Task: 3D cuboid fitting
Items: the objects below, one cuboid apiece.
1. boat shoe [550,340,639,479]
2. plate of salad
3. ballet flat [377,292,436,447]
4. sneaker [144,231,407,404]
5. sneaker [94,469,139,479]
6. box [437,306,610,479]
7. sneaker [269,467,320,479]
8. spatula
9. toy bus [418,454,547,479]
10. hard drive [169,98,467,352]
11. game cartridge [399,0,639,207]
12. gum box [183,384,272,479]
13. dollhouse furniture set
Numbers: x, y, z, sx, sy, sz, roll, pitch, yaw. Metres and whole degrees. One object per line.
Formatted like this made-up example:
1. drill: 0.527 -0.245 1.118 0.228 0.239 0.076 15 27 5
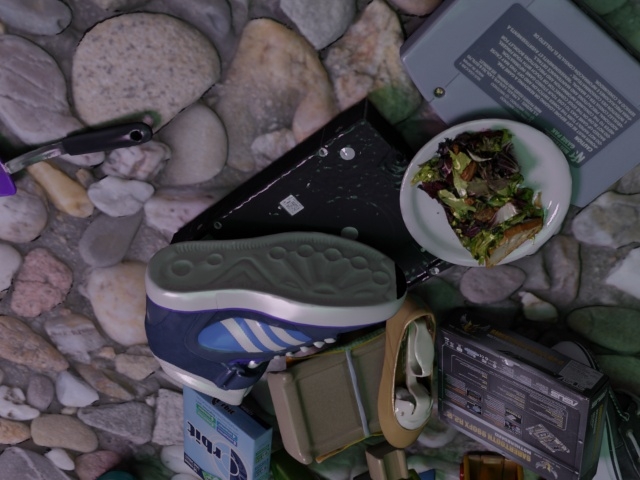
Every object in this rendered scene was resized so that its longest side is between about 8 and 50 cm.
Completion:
1. boat shoe: 0.409 0.261 1.304 0.119 0.121 0.335 -26 121 -3
2. plate of salad: 0.192 -0.046 1.062 0.200 0.048 0.199 1 123 2
3. ballet flat: 0.121 0.188 1.246 0.080 0.073 0.232 -10 107 -23
4. sneaker: -0.060 0.113 1.167 0.323 0.130 0.236 2 136 0
5. sneaker: -0.356 0.509 1.521 0.124 0.178 0.295 14 97 -3
6. box: 0.264 0.214 1.233 0.231 0.056 0.183 24 135 36
7. sneaker: -0.007 0.468 1.490 0.292 0.118 0.110 32 125 -14
8. spatula: -0.345 -0.110 1.162 0.296 0.030 0.084 -12 121 15
9. toy bus: 0.264 0.428 1.433 0.202 0.104 0.191 38 122 -19
10. hard drive: 0.000 0.000 1.180 0.339 0.064 0.237 -34 116 26
11. game cartridge: 0.245 -0.172 1.033 0.297 0.062 0.198 36 126 -18
12. gum box: -0.143 0.309 1.383 0.157 0.041 0.184 33 135 31
13. dollhouse furniture set: 0.026 0.264 1.351 0.198 0.151 0.301 -19 110 -19
